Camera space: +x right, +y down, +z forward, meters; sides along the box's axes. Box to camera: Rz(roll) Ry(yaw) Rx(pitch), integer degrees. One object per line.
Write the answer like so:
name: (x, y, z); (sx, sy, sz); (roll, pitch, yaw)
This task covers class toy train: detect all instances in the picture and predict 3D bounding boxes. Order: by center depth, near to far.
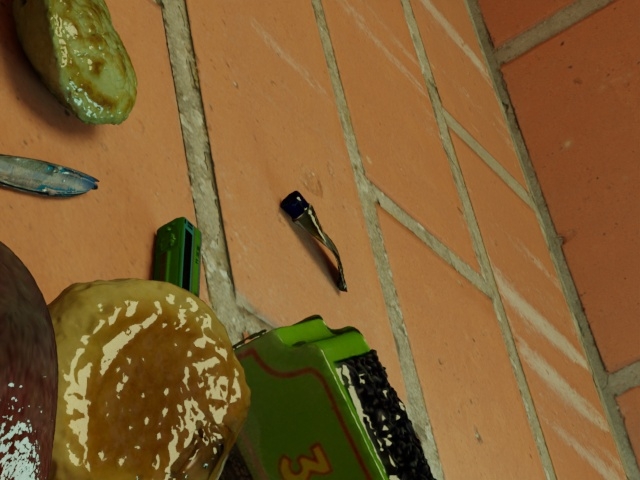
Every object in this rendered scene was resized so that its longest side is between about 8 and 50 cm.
toy train: (-0.031, 0.224, 1.355); (0.307, 0.249, 0.173); (64, 19, 8)
toy train: (-0.163, 0.058, 1.535); (0.042, 0.044, 0.209); (47, 25, -34)

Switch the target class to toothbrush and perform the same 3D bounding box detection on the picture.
toothbrush: (-0.330, -0.076, 1.327); (0.042, 0.035, 0.413); (33, 9, 24)

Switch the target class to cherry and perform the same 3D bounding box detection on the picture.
cherry: (-0.294, 0.110, 0.977); (0.239, 0.206, 0.239); (5, 90, -83)

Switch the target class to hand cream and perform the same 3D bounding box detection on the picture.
hand cream: (0.000, 0.000, 2.001); (0.163, 0.039, 0.062); (55, 6, -23)

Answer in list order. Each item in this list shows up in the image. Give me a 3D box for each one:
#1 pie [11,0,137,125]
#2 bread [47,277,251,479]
pie: (-0.285, -0.237, 1.565); (0.201, 0.090, 0.248); (43, 26, -64)
bread: (-0.176, 0.151, 1.210); (0.244, 0.134, 0.244); (19, 64, -45)
